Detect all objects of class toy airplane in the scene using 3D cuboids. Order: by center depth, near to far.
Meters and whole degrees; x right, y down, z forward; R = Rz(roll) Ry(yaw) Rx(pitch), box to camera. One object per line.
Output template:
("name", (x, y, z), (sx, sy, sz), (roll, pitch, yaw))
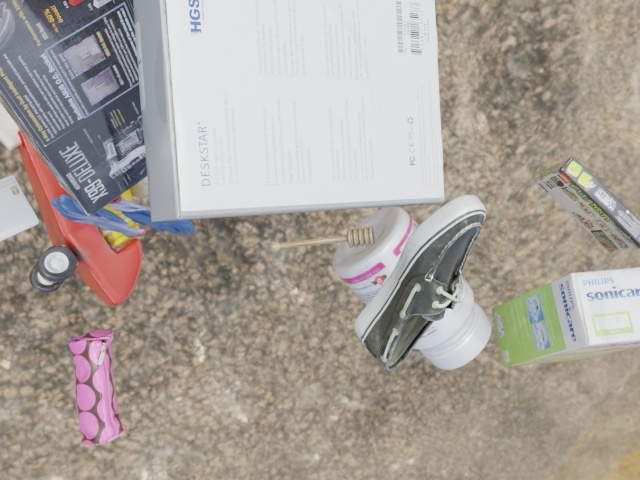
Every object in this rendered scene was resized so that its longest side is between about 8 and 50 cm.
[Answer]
("toy airplane", (-0.421, -0.120, 1.132), (0.272, 0.386, 0.384), (-18, 131, -32))

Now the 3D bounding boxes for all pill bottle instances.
("pill bottle", (0.168, 0.090, 1.119), (0.160, 0.160, 0.283), (-43, 109, 2))

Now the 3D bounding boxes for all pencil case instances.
("pencil case", (-0.413, 0.273, 1.175), (0.095, 0.098, 0.209), (-12, 96, -53))

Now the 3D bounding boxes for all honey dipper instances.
("honey dipper", (0.000, 0.000, 0.950), (0.160, 0.030, 0.030), (-5, 136, 12))

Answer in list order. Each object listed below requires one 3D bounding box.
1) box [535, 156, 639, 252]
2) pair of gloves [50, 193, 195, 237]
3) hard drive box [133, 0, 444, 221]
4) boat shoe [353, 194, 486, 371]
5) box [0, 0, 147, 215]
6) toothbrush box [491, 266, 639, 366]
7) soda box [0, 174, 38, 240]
("box", (0.512, -0.063, 1.188), (0.036, 0.207, 0.114), (-46, 180, -8))
("pair of gloves", (-0.283, -0.036, 0.923), (0.159, 0.198, 0.023), (28, 64, -54))
("hard drive box", (-0.020, -0.112, 0.513), (0.232, 0.089, 0.181), (-4, 92, -28))
("boat shoe", (0.116, 0.051, 0.668), (0.078, 0.070, 0.219), (-2, 134, -39))
("box", (-0.214, -0.198, 0.646), (0.242, 0.076, 0.307), (-40, 153, -17))
("toothbrush box", (0.464, 0.139, 1.110), (0.206, 0.122, 0.283), (-3, 162, -13))
("soda box", (-0.448, 0.000, 0.729), (0.216, 0.074, 0.069), (-35, 107, -39))
